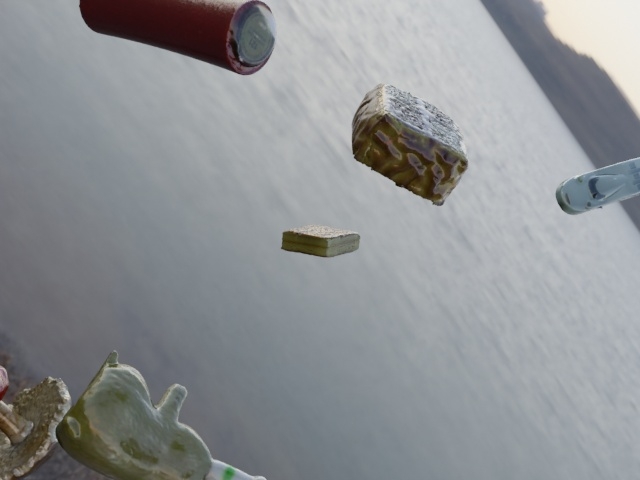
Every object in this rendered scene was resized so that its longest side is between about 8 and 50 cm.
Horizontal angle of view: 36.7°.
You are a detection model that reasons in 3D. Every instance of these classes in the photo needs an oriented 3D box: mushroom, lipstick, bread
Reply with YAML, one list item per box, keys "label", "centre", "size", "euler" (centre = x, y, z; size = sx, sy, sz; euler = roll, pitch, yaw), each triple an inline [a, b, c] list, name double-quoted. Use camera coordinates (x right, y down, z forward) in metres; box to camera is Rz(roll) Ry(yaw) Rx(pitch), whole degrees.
- label: "mushroom"
  centre: [-0.624, 0.326, 1.791]
  size: [0.302, 0.208, 0.233]
  euler: [23, 31, -11]
- label: "lipstick"
  centre: [-0.157, -0.239, 1.040]
  size: [0.241, 0.080, 0.080]
  euler: [20, -5, 33]
- label: "bread"
  centre: [0.000, 0.000, 1.515]
  size: [0.090, 0.094, 0.035]
  euler: [-12, 108, -52]
- label: "bread"
  centre: [0.135, -0.147, 1.433]
  size: [0.181, 0.096, 0.222]
  euler: [29, 21, -9]

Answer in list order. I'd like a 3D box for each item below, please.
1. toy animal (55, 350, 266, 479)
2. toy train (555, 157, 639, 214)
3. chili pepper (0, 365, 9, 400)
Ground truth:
- label: "toy animal"
  centre: [-0.275, 0.357, 1.636]
  size: [0.363, 0.181, 0.180]
  euler: [37, 10, -22]
- label: "toy train"
  centre: [0.388, -0.075, 1.271]
  size: [0.234, 0.051, 0.052]
  euler: [-14, 83, -45]
- label: "chili pepper"
  centre: [-0.595, 0.262, 1.696]
  size: [0.073, 0.070, 0.123]
  euler: [33, 19, -6]
